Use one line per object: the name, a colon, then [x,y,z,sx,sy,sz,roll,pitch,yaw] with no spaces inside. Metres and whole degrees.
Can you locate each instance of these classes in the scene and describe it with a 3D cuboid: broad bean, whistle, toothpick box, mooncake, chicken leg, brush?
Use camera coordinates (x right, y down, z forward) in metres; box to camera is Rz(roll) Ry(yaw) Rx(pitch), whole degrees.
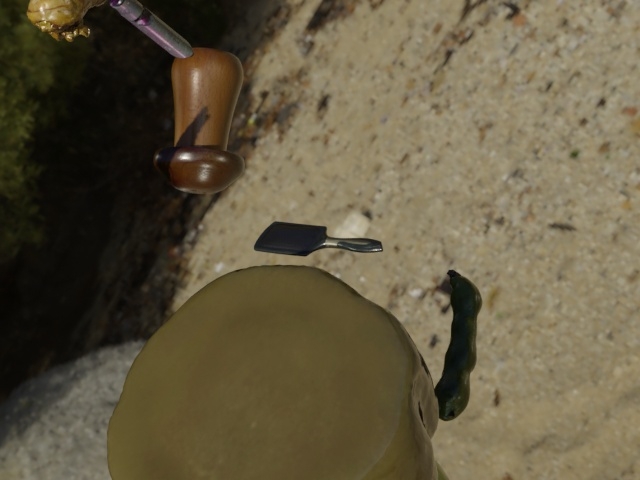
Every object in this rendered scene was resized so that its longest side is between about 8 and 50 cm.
broad bean: [0.190,0.141,1.450,0.052,0.053,0.256,119,167,-49]
whistle: [-0.246,-0.314,1.549,0.033,0.176,0.033,-10,69,26]
toothpick box: [-0.248,-0.246,2.227,0.192,0.192,0.294,158,118,-71]
mooncake: [-0.044,0.226,1.230,0.378,0.379,0.200,-66,-30,-28]
chicken leg: [-0.418,-0.409,1.835,0.085,0.101,0.207,4,30,31]
brush: [0.000,0.000,1.389,0.193,0.016,0.063,7,44,31]

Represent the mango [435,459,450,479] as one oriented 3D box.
mango: [0.165,0.471,1.907,0.149,0.273,0.185,-29,33,30]
